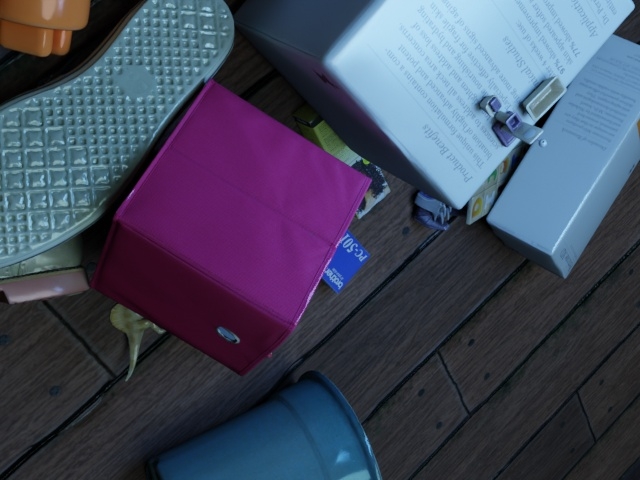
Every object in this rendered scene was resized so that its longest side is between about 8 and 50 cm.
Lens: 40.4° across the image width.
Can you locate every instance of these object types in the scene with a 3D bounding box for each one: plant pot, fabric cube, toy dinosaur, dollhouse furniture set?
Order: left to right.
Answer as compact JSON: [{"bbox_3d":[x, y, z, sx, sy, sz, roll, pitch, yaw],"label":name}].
[{"bbox_3d":[-0.294,0.130,1.416,0.092,0.053,0.183,-9,109,-18],"label":"toy dinosaur"},{"bbox_3d":[-0.128,-0.008,1.197,0.258,0.254,0.259,32,60,-7],"label":"fabric cube"},{"bbox_3d":[-0.108,0.447,1.537,0.334,0.341,0.341,-18,121,-22],"label":"plant pot"},{"bbox_3d":[0.289,-0.180,1.155,0.114,0.081,0.091,-45,127,-4],"label":"dollhouse furniture set"}]

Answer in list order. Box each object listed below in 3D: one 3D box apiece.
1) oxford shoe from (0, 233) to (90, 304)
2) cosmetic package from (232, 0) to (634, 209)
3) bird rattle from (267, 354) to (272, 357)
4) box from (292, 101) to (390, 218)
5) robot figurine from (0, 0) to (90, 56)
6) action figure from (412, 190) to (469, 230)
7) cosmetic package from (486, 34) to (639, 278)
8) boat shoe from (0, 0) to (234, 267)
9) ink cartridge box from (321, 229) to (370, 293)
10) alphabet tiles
[{"bbox_3d":[-0.510,0.021,1.154,0.397,0.140,0.146,-5,91,-38],"label":"oxford shoe"},{"bbox_3d":[0.155,-0.328,1.263,0.393,0.327,0.329,-48,126,-1],"label":"cosmetic package"},{"bbox_3d":[-0.126,0.101,1.434,0.143,0.207,0.253,-18,113,-10],"label":"bird rattle"},{"bbox_3d":[0.041,-0.151,1.530,0.087,0.058,0.232,-42,130,-14],"label":"box"},{"bbox_3d":[-0.347,-0.344,1.085,0.158,0.128,0.219,-1,111,-38],"label":"robot figurine"},{"bbox_3d":[0.244,-0.163,1.649,0.185,0.099,0.285,-37,137,-38],"label":"action figure"},{"bbox_3d":[0.544,-0.169,1.804,0.453,0.161,0.230,-58,154,0],"label":"cosmetic package"},{"bbox_3d":[-0.308,-0.148,1.149,0.187,0.156,0.500,45,67,-13],"label":"boat shoe"},{"bbox_3d":[0.000,0.000,1.577,0.097,0.046,0.207,-49,132,-7],"label":"ink cartridge box"},{"bbox_3d":[0.355,-0.193,1.712,0.342,0.011,0.285,-27,127,-50],"label":"alphabet tiles"}]
